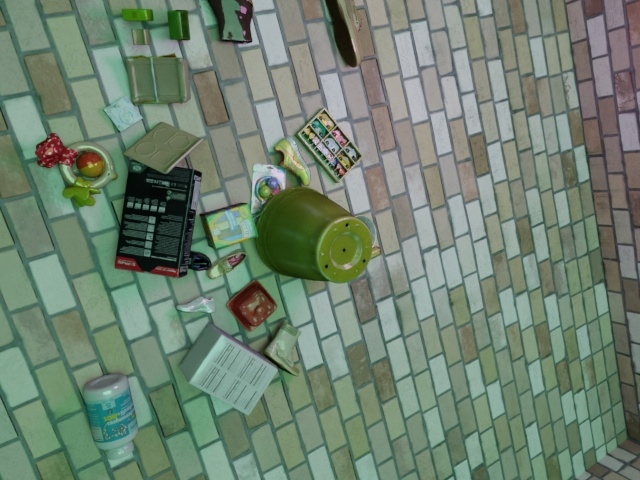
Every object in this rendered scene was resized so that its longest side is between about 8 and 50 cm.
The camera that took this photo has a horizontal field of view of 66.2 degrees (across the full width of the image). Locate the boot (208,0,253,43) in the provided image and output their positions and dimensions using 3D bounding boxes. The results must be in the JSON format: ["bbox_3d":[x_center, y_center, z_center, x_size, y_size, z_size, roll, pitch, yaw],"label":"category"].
[{"bbox_3d":[-0.355,-0.821,1.742,0.248,0.090,0.207,-3,94,-29],"label":"boot"}]

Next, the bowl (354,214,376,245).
[{"bbox_3d":[0.145,-0.022,2.055,0.170,0.080,0.170,-2,94,-34],"label":"bowl"}]

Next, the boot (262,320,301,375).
[{"bbox_3d":[-0.123,0.437,1.974,0.213,0.077,0.165,49,60,-37],"label":"boot"}]

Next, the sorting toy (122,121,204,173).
[{"bbox_3d":[-0.524,-0.309,1.644,0.193,0.208,0.038,-54,155,-33],"label":"sorting toy"}]

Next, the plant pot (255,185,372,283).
[{"bbox_3d":[0.000,0.000,1.813,0.366,0.353,0.367,-8,105,-31],"label":"plant pot"}]

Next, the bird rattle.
[{"bbox_3d":[-0.787,-0.239,1.598,0.207,0.143,0.254,-32,94,-32],"label":"bird rattle"}]

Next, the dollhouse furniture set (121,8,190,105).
[{"bbox_3d":[-0.551,-0.628,1.682,0.197,0.151,0.302,-2,114,-5],"label":"dollhouse furniture set"}]

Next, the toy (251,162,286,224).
[{"bbox_3d":[-0.194,-0.175,1.898,0.136,0.056,0.237,3,93,-27],"label":"toy"}]

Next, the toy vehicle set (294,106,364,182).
[{"bbox_3d":[0.040,-0.386,2.002,0.166,0.035,0.267,-49,112,-14],"label":"toy vehicle set"}]

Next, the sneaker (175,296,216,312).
[{"bbox_3d":[-0.460,0.238,1.814,0.152,0.053,0.061,4,84,-32],"label":"sneaker"}]

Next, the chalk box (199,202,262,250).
[{"bbox_3d":[-0.316,-0.062,1.804,0.213,0.132,0.132,-18,102,-20],"label":"chalk box"}]

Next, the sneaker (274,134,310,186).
[{"bbox_3d":[-0.112,-0.298,1.920,0.094,0.081,0.209,-31,100,-14],"label":"sneaker"}]

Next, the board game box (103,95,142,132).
[{"bbox_3d":[-0.670,-0.429,1.666,0.090,0.020,0.090,-39,109,-17],"label":"board game box"}]

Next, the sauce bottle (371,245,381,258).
[{"bbox_3d":[0.202,0.066,2.119,0.128,0.042,0.042,-25,105,-19],"label":"sauce bottle"}]

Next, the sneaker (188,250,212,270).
[{"bbox_3d":[-0.491,0.061,1.740,0.216,0.121,0.079,9,90,-26],"label":"sneaker"}]

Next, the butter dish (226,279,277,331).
[{"bbox_3d":[-0.246,0.258,1.877,0.160,0.118,0.160,-42,110,-17],"label":"butter dish"}]

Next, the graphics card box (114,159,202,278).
[{"bbox_3d":[-0.549,-0.073,1.663,0.232,0.094,0.371,8,92,6],"label":"graphics card box"}]

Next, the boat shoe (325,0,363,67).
[{"bbox_3d":[0.118,-0.867,1.949,0.110,0.121,0.341,-22,102,-22],"label":"boat shoe"}]

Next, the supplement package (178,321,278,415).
[{"bbox_3d":[-0.341,0.467,1.804,0.262,0.199,0.198,39,78,-24],"label":"supplement package"}]

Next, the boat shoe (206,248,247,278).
[{"bbox_3d":[-0.350,0.088,1.844,0.170,0.059,0.063,-38,109,-18],"label":"boat shoe"}]

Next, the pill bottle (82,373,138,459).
[{"bbox_3d":[-0.708,0.602,1.671,0.146,0.146,0.264,-13,101,-24],"label":"pill bottle"}]
